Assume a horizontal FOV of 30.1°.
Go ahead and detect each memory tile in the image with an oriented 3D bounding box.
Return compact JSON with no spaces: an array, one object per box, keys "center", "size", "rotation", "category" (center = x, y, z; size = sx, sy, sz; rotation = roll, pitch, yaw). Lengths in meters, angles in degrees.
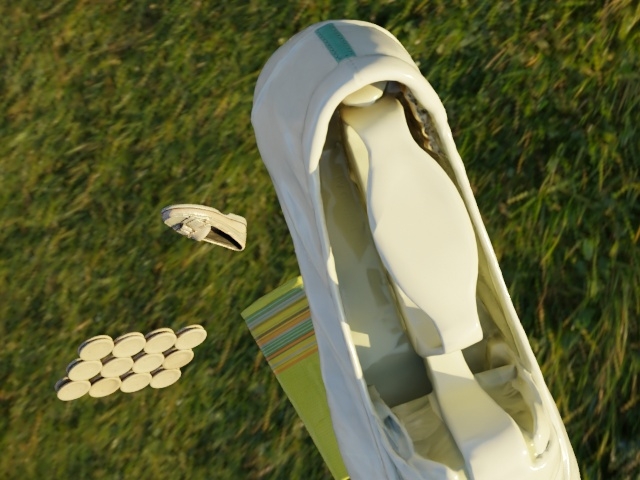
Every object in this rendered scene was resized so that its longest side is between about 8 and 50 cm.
[{"center":[-0.203,0.130,1.273],"size":[0.113,0.148,0.012],"rotation":[-56,50,40],"category":"memory tile"}]

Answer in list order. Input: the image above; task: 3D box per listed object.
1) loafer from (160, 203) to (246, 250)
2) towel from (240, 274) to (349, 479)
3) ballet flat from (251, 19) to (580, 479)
[{"center":[-0.137,-0.015,1.441],"size":[0.045,0.125,0.039],"rotation":[-26,64,39],"category":"loafer"},{"center":[0.000,0.163,1.402],"size":[0.102,0.021,0.237],"rotation":[-32,86,31],"category":"towel"},{"center":[0.066,0.069,0.680],"size":[0.139,0.139,0.400],"rotation":[-14,106,23],"category":"ballet flat"}]
